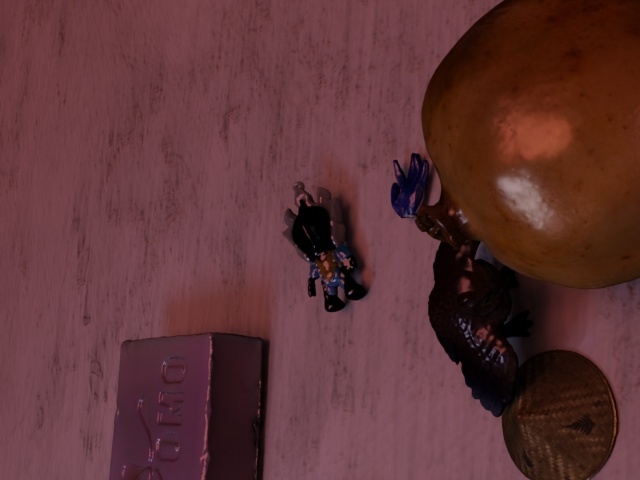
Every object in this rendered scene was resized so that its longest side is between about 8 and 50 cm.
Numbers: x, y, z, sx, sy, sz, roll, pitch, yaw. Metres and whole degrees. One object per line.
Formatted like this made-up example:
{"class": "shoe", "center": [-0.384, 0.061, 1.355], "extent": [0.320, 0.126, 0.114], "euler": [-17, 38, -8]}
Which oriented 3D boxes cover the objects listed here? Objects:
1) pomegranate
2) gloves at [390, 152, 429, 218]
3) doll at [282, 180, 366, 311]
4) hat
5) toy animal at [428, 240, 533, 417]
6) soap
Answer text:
{"class": "pomegranate", "center": [0.238, -0.105, 0.909], "extent": [0.307, 0.307, 0.307], "euler": [-15, 70, 47]}
{"class": "gloves", "center": [0.110, -0.069, 1.229], "extent": [0.064, 0.026, 0.086], "euler": [1, 82, 52]}
{"class": "doll", "center": [0.000, 0.000, 1.312], "extent": [0.096, 0.070, 0.195], "euler": [-33, 63, 22]}
{"class": "hat", "center": [0.223, 0.182, 1.002], "extent": [0.146, 0.067, 0.146], "euler": [-15, 70, 47]}
{"class": "toy animal", "center": [0.151, 0.074, 1.032], "extent": [0.116, 0.179, 0.219], "euler": [-17, 67, 20]}
{"class": "soap", "center": [-0.205, 0.290, 1.458], "extent": [0.285, 0.107, 0.296], "euler": [-14, 70, 50]}
